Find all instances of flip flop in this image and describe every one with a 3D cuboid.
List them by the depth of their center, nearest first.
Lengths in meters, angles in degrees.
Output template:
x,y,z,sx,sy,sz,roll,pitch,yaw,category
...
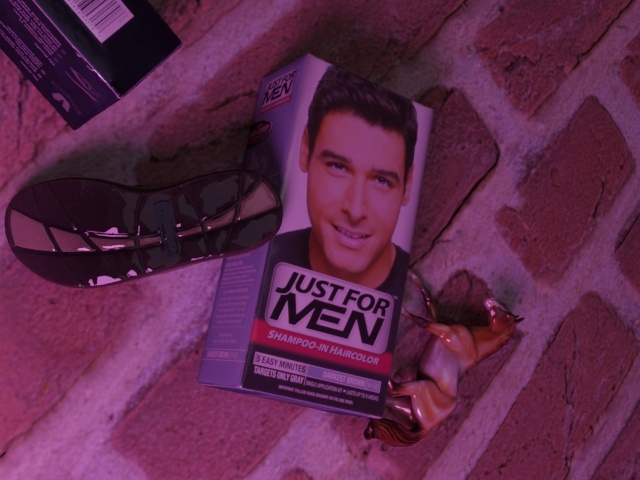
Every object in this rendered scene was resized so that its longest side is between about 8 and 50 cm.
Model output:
x,y,z,sx,sy,sz,roll,pitch,yaw,category
-0.178,-0.018,0.889,0.277,0.080,0.112,-9,92,-10,flip flop

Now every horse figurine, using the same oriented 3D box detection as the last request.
x,y,z,sx,sy,sz,roll,pitch,yaw,category
0.133,0.157,1.093,0.174,0.066,0.263,38,64,-16,horse figurine

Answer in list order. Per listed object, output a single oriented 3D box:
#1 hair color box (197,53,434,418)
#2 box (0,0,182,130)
x,y,z,sx,sy,sz,roll,pitch,yaw,category
0.000,0.000,0.998,0.185,0.113,0.374,18,75,-29,hair color box
-0.241,-0.207,0.844,0.156,0.158,0.093,50,63,-18,box
